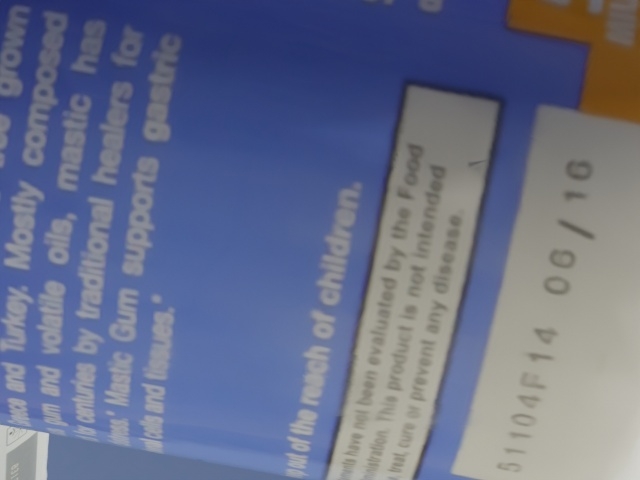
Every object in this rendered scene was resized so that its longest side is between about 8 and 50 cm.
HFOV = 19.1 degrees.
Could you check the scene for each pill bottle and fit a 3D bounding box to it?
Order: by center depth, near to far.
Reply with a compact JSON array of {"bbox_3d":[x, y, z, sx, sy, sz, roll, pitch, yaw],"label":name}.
[{"bbox_3d":[-0.056,-0.034,0.415,0.272,0.152,0.152,10,-51,0],"label":"pill bottle"}]

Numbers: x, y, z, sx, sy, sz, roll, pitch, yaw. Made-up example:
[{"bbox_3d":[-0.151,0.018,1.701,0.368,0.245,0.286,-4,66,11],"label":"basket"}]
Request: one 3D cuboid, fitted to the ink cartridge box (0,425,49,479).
[{"bbox_3d":[-0.415,0.061,1.808,0.385,0.091,0.308,35,-41,24],"label":"ink cartridge box"}]
